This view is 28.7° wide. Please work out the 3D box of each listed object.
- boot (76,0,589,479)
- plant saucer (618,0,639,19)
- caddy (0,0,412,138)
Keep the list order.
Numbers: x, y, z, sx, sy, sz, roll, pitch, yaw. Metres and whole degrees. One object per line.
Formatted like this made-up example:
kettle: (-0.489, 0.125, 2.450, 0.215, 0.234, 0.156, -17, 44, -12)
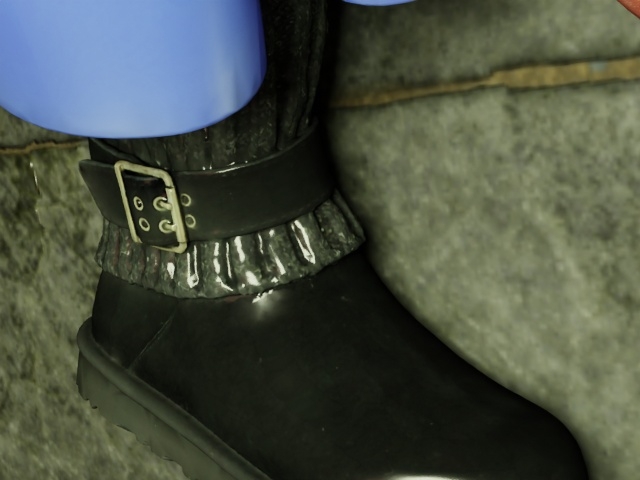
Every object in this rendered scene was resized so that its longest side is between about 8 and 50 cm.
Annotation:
boot: (-0.003, 0.000, 0.619, 0.348, 0.131, 0.260, 20, 113, 33)
plant saucer: (0.104, -0.245, 0.476, 0.258, 0.047, 0.259, 53, 147, 15)
caddy: (-0.092, -0.193, 0.528, 0.341, 0.241, 0.179, 32, 146, 43)
